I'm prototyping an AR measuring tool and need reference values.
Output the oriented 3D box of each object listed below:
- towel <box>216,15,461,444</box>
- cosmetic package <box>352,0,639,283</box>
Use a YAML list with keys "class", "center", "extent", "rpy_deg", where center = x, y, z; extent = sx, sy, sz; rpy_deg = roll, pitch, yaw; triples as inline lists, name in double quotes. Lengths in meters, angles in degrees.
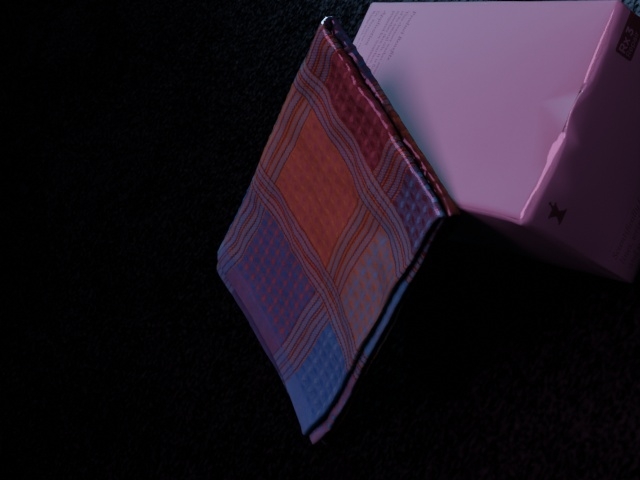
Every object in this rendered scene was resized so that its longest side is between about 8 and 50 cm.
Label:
- class: "towel"
  center: [0.000, 0.000, 1.289]
  extent: [0.271, 0.040, 0.370]
  rpy_deg: [60, 144, 30]
- class: "cosmetic package"
  center: [0.164, -0.109, 1.247]
  extent: [0.385, 0.156, 0.217]
  rpy_deg: [20, 84, 56]
